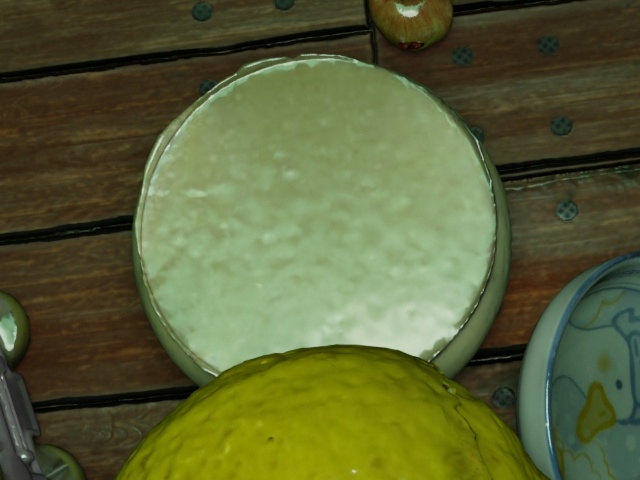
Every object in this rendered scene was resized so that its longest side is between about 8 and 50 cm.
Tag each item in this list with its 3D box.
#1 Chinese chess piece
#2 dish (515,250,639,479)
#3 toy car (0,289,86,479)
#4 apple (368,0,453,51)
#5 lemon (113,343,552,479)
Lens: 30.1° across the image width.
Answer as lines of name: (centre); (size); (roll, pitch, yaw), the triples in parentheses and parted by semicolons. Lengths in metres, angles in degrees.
Chinese chess piece: (0.000, 0.000, 1.059); (0.338, 0.140, 0.338); (-1, 77, 3)
dish: (0.246, 0.154, 1.003); (0.273, 0.134, 0.273); (8, 74, -32)
toy car: (-0.359, 0.162, 1.004); (0.226, 0.242, 0.336); (-25, 77, 1)
apple: (0.086, -0.223, 1.140); (0.084, 0.071, 0.084); (-2, 68, 5)
lemon: (0.000, 0.252, 0.840); (0.387, 0.350, 0.349); (-20, 76, 6)
